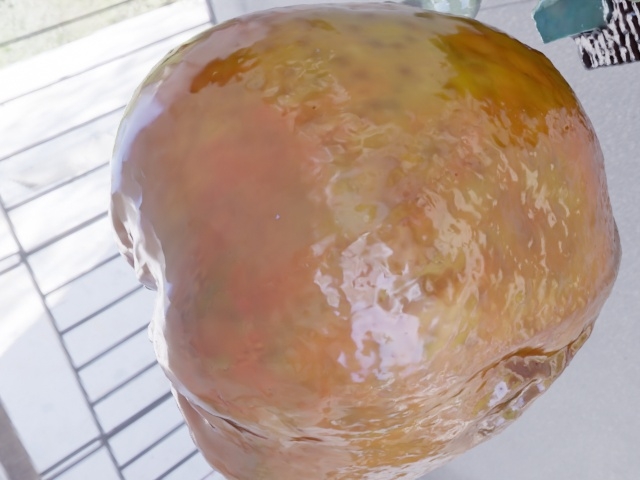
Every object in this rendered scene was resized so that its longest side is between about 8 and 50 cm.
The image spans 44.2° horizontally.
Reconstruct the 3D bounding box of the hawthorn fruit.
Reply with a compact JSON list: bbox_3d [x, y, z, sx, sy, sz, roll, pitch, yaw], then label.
[{"bbox_3d":[0.046,0.006,0.724,0.472,0.472,0.471,35,142,33],"label":"hawthorn fruit"}]

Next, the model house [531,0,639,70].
[{"bbox_3d":[0.264,-0.296,0.672,0.249,0.230,0.280,-11,106,44],"label":"model house"}]

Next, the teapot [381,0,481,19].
[{"bbox_3d":[0.238,-0.536,1.789,0.183,0.251,0.183,40,153,26],"label":"teapot"}]
